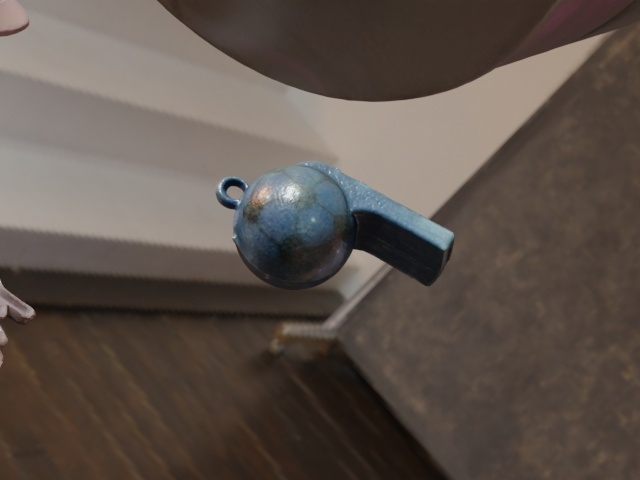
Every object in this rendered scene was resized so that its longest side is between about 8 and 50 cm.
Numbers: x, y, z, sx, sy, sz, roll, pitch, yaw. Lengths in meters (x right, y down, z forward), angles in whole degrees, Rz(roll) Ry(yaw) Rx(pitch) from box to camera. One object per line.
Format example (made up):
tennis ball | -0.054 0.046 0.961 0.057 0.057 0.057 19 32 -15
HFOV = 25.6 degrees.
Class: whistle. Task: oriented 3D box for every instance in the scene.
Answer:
whistle | 0.000 0.000 0.922 0.158 0.090 0.090 30 15 9

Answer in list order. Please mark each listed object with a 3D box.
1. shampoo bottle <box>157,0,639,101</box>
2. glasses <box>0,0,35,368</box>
shampoo bottle | 0.054 -0.197 0.449 0.273 0.273 0.266 47 54 10
glasses | -0.171 -0.036 0.472 0.255 0.095 0.162 34 33 -55
